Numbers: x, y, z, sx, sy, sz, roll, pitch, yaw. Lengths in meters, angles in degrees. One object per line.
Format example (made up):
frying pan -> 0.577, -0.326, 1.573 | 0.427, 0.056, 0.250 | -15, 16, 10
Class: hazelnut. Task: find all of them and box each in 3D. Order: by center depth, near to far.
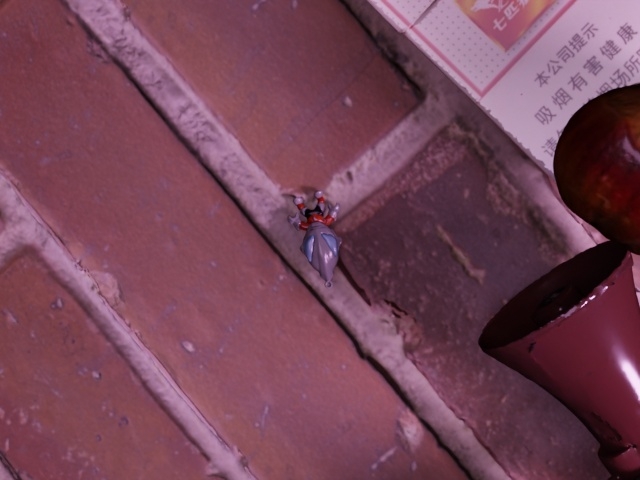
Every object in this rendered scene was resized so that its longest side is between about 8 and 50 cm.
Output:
hazelnut -> 0.331, -0.072, 1.301 | 0.204, 0.178, 0.178 | 10, 99, -24

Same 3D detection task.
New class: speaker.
speaker -> 0.310, 0.197, 1.361 | 0.198, 0.259, 0.329 | -32, 91, 42

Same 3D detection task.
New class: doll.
doll -> 0.000, 0.000, 1.509 | 0.057, 0.039, 0.114 | -10, 81, -21

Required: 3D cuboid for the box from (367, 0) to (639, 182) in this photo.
box -> 0.213, -0.250, 1.414 | 0.330, 0.095, 0.210 | 46, 102, 7
